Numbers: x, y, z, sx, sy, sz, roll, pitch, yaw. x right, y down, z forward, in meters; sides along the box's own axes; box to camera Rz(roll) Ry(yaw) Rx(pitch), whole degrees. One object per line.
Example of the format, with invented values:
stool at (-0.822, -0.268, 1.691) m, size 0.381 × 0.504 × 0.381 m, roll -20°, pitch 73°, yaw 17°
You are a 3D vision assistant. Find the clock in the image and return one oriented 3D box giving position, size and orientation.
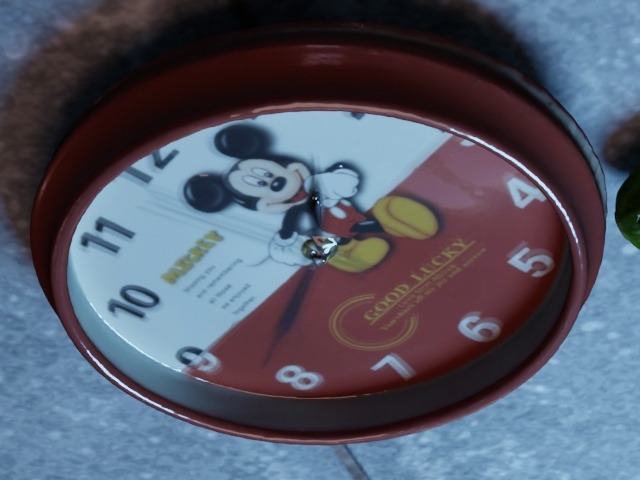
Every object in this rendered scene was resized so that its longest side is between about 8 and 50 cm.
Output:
clock at (0.000, 0.000, 1.044) m, size 0.318 × 0.080 × 0.318 m, roll 0°, pitch 139°, yaw 0°

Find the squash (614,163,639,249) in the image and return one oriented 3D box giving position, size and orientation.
squash at (0.275, -0.049, 1.028) m, size 0.239 × 0.069 × 0.069 m, roll -20°, pitch 138°, yaw 18°
